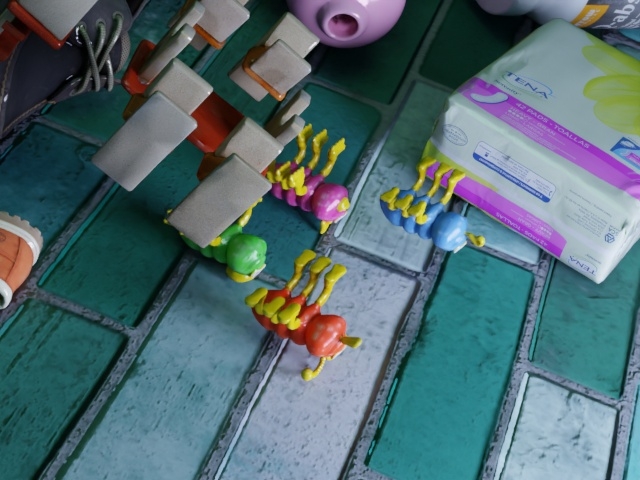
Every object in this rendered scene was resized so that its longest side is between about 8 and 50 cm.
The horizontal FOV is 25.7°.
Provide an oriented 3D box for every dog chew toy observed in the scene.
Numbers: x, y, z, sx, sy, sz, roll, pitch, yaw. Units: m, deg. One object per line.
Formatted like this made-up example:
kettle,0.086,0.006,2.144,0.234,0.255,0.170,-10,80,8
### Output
dog chew toy,0.032,-0.341,1.567,0.207,0.206,0.332,13,46,-8

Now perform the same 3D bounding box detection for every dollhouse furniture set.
dollhouse furniture set,-0.142,-0.141,1.192,0.259,0.135,0.262,39,32,-16

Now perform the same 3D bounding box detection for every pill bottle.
pill bottle,0.330,-0.337,1.706,0.278,0.162,0.162,-4,43,-26

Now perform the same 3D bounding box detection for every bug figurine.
bug figurine,0.000,0.000,1.226,0.216,0.072,0.279,30,43,24

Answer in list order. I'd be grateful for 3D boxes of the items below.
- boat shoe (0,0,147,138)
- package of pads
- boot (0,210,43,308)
boat shoe,-0.240,-0.207,1.333,0.130,0.132,0.355,18,39,-1
package of pads,0.257,-0.104,1.439,0.229,0.101,0.296,34,39,16
boot,-0.306,0.005,1.107,0.158,0.059,0.084,16,43,-5
